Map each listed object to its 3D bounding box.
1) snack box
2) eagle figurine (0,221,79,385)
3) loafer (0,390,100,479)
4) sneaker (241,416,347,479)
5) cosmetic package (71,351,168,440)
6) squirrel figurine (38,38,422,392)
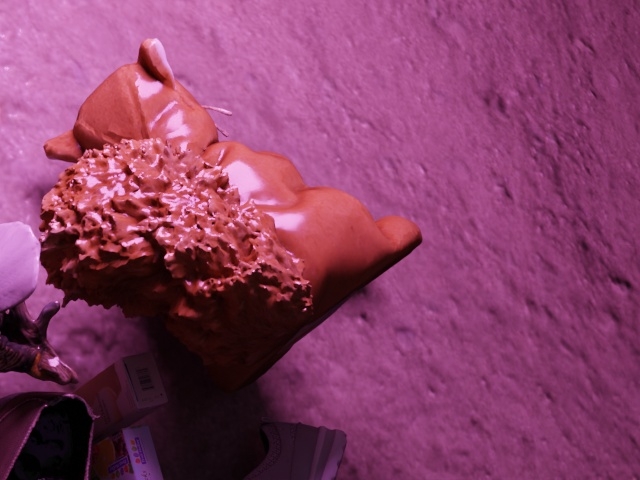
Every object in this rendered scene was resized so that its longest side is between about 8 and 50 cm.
[{"bbox_3d":[-0.199,0.274,1.500,0.037,0.100,0.141,-3,68,-42],"label":"snack box"},{"bbox_3d":[-0.378,0.128,1.346,0.298,0.226,0.225,-14,78,-47],"label":"eagle figurine"},{"bbox_3d":[-0.288,0.298,1.385,0.134,0.130,0.366,20,54,-32],"label":"loafer"},{"bbox_3d":[-0.063,0.323,1.618,0.115,0.105,0.281,18,50,5],"label":"sneaker"},{"bbox_3d":[-0.215,0.167,1.540,0.041,0.115,0.060,-8,70,-43],"label":"cosmetic package"},{"bbox_3d":[-0.139,-0.041,1.578,0.370,0.281,0.397,51,18,6],"label":"squirrel figurine"}]
